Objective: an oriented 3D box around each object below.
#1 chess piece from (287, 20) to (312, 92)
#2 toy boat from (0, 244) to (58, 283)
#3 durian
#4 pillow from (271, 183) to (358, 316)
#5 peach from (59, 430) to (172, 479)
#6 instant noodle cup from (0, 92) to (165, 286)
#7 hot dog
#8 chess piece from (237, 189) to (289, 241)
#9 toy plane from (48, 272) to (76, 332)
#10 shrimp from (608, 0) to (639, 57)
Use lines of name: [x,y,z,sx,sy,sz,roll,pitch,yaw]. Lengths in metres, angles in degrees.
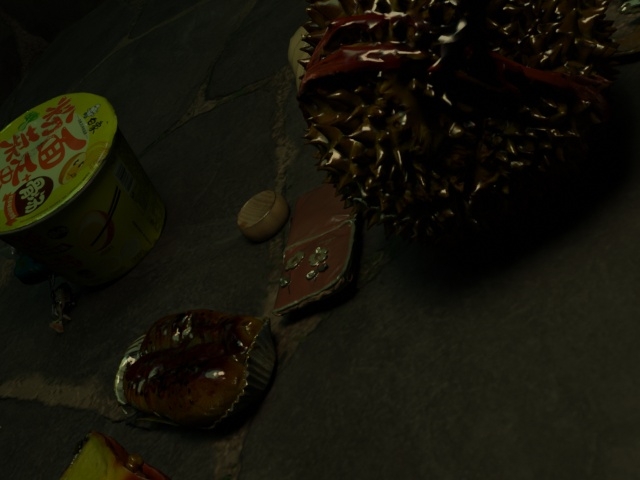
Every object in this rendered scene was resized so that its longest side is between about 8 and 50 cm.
chess piece: [0.022,-0.282,1.238,0.167,0.167,0.300,-39,25,5]
toy boat: [-0.526,-0.008,1.540,0.299,0.092,0.134,-19,35,33]
durian: [0.132,-0.183,0.793,0.347,0.347,0.384,22,97,55]
pillow: [0.000,0.000,1.005,0.126,0.043,0.232,-24,35,27]
peach: [-0.224,0.341,0.725,0.154,0.159,0.267,-7,43,57]
instant noodle cup: [-0.431,-0.072,1.332,0.311,0.221,0.311,-14,49,16]
hot dog: [-0.165,0.154,0.964,0.270,0.082,0.162,-7,44,44]
chess piece: [-0.086,-0.037,1.147,0.083,0.038,0.084,-26,37,22]
toy plane: [-0.466,0.115,1.366,0.031,0.049,0.121,-30,51,19]
shrimp: [0.382,-0.297,0.946,0.173,0.058,0.253,-51,34,2]
